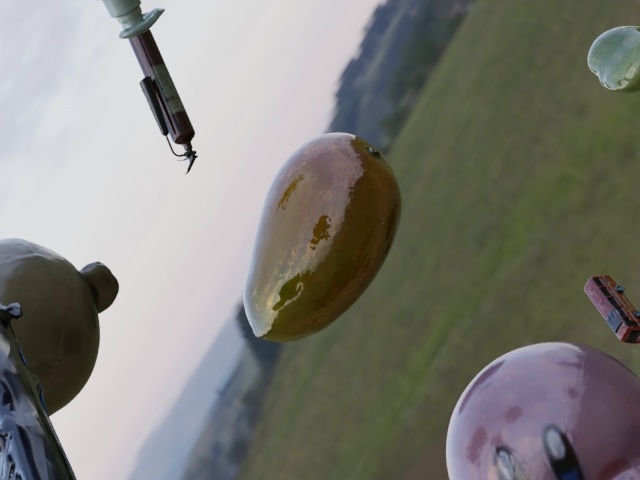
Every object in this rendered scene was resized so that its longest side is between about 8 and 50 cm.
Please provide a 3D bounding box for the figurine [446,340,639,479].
[{"bbox_3d":[0.231,0.203,1.746,0.270,0.211,0.261,-23,-3,19],"label":"figurine"}]

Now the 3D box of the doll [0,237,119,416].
[{"bbox_3d":[-0.327,0.153,1.700,0.235,0.174,0.329,3,-63,-46],"label":"doll"}]

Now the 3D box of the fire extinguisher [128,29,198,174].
[{"bbox_3d":[-0.180,-0.162,2.041,0.035,0.173,0.049,-25,-7,7],"label":"fire extinguisher"}]

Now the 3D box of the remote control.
[{"bbox_3d":[-0.241,0.149,1.368,0.399,0.062,0.144,-124,40,-51],"label":"remote control"}]

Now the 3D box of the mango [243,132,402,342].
[{"bbox_3d":[0.005,-0.004,2.024,0.175,0.139,0.254,-18,49,54],"label":"mango"}]

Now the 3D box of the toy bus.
[{"bbox_3d":[0.393,0.091,2.377,0.110,0.043,0.031,59,137,41],"label":"toy bus"}]

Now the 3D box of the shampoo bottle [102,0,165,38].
[{"bbox_3d":[-0.192,-0.259,1.451,0.065,0.204,0.065,-24,17,8],"label":"shampoo bottle"}]

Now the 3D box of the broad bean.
[{"bbox_3d":[0.265,-0.156,1.541,0.063,0.045,0.083,-54,22,-3],"label":"broad bean"}]
